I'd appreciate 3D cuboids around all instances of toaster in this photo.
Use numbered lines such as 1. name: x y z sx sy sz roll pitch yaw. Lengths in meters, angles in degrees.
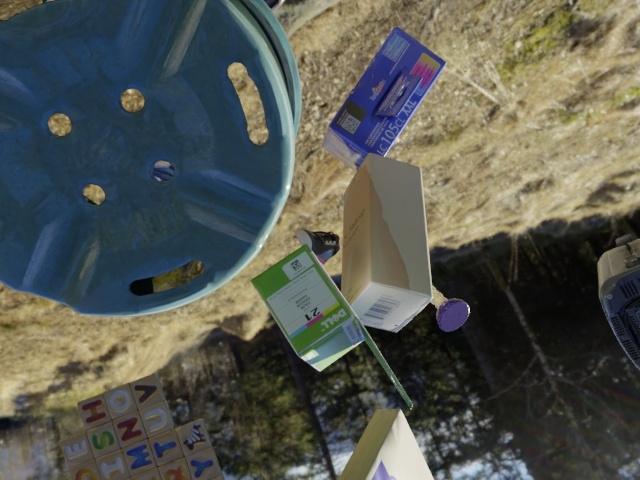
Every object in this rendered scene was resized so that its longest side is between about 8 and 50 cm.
1. toaster: 0.501 0.100 0.799 0.129 0.227 0.146 -29 -170 30

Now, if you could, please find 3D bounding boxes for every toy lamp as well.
1. toy lamp: 0.208 0.086 1.154 0.080 0.275 0.080 -12 123 -19

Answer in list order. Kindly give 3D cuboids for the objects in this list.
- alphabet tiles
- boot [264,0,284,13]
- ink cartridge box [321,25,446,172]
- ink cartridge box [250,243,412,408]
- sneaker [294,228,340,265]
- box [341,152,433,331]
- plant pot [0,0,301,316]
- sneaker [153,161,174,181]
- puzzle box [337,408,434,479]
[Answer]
1. alphabet tiles: -0.235 0.310 0.727 0.198 0.237 0.009 -21 175 3
2. boot: -0.134 -0.496 0.832 0.228 0.091 0.263 6 113 -43
3. ink cartridge box: 0.137 -0.318 1.292 0.270 0.151 0.395 -56 -178 0
4. ink cartridge box: 0.022 0.154 0.784 0.097 0.255 0.189 -33 160 -4
5. sneaker: 0.000 0.000 0.981 0.064 0.061 0.158 -31 166 4
6. box: 0.120 -0.002 1.043 0.121 0.311 0.148 14 140 -15
7. plant pot: -0.165 -0.114 0.512 0.340 0.342 0.334 -19 -157 -3
8. sneaker: -0.285 -0.158 0.990 0.299 0.121 0.111 1 148 5
9. puzzle box: 0.138 0.522 0.885 0.052 0.409 0.272 -13 -161 36
